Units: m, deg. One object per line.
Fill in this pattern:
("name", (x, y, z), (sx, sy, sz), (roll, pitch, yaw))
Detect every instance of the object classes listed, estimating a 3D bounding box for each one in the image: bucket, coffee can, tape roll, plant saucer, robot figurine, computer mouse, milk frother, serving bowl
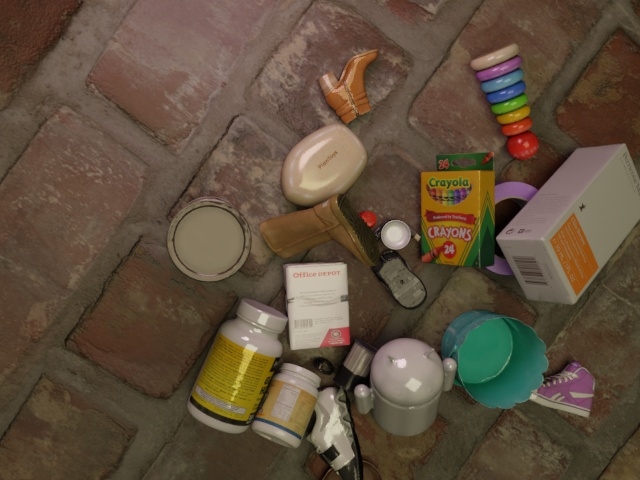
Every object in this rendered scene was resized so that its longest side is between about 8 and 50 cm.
("bucket", (0.498, 0.338, 1.861), (0.282, 0.183, 0.280), (-1, 95, -9))
("coffee can", (-0.289, -0.012, 1.643), (0.202, 0.275, 0.201), (-1, 96, -10))
("tape roll", (0.551, -0.038, 1.882), (0.275, 0.090, 0.274), (-1, 96, -11))
("plant saucer", (0.091, 0.747, 1.903), (0.199, 0.036, 0.198), (-1, 95, -10))
("robot figurine", (0.235, 0.407, 1.759), (0.300, 0.199, 0.353), (-16, 139, -13))
("computer mouse", (0.236, 0.062, 1.855), (0.184, 0.060, 0.262), (-44, 89, 1))
("milk frother", (0.073, 0.343, 1.815), (0.143, 0.129, 0.134), (27, 93, -17))
("serving bowl", (0.215, -0.016, 1.810), (0.084, 0.027, 0.083), (0, 91, 2))

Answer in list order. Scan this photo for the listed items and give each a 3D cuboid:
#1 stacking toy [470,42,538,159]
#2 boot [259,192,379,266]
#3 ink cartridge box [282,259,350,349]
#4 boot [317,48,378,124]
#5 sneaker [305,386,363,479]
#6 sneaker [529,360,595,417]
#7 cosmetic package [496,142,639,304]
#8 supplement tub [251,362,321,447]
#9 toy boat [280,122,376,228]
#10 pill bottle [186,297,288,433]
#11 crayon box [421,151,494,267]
("stacking toy", (0.554, -0.391, 1.833), (0.141, 0.141, 0.330), (-26, 103, -7))
("boot", (0.000, 0.000, 1.729), (0.270, 0.089, 0.236), (-21, 110, 35))
("ink cartridge box", (-0.013, 0.178, 1.798), (0.172, 0.100, 0.237), (-4, 97, -10))
("boot", (0.106, -0.433, 1.778), (0.197, 0.073, 0.152), (-31, 99, 7))
("sneaker", (0.038, 0.593, 1.834), (0.146, 0.122, 0.330), (-14, 78, 4))
("sneaker", (0.728, 0.437, 1.959), (0.282, 0.102, 0.160), (17, 89, -22))
("cosmetic package", (0.721, -0.053, 1.785), (0.453, 0.162, 0.230), (-43, 112, -25))
("supplement tub", (-0.091, 0.459, 1.765), (0.144, 0.144, 0.199), (29, 65, -11))
("toy boat", (0.040, -0.150, 1.769), (0.268, 0.148, 0.318), (-37, 93, -10))
("pill bottle", (-0.219, 0.337, 1.733), (0.188, 0.188, 0.333), (24, 91, -11))
("crayon box", (0.386, -0.089, 1.791), (0.081, 0.202, 0.318), (-6, 96, -43))
